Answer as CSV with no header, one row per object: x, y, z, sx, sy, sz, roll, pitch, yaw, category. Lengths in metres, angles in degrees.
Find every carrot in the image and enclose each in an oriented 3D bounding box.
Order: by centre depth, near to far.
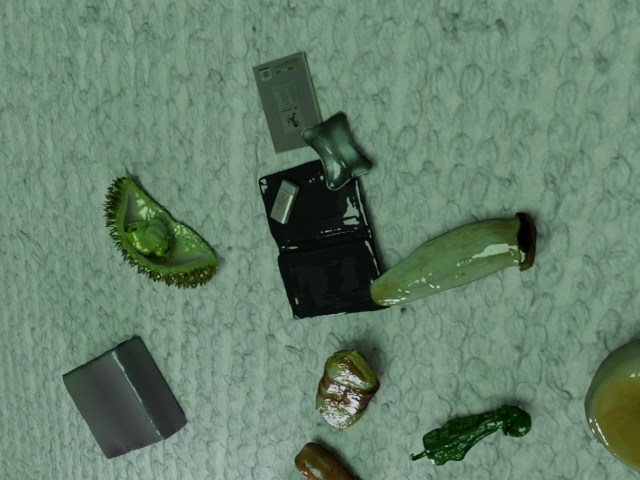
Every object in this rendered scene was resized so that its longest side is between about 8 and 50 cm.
0.028,0.548,1.555,0.193,0.087,0.087,39,124,12,carrot

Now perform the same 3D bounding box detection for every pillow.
0.031,-0.170,1.277,0.091,0.055,0.135,-29,86,29,pillow

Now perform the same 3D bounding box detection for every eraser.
-0.073,-0.079,1.374,0.038,0.019,0.083,31,114,26,eraser

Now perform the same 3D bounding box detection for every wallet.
0.000,0.000,1.381,0.247,0.041,0.323,-11,95,35,wallet

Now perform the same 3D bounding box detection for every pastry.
0.559,0.272,1.079,0.265,0.133,0.264,13,116,28,pastry

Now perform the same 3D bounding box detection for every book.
-0.062,-0.269,1.334,0.127,0.014,0.181,-8,104,34,book

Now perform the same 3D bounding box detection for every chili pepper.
0.290,0.377,1.310,0.257,0.100,0.074,-39,91,34,chili pepper

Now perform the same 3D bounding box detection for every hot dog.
0.060,0.301,1.433,0.123,0.093,0.261,30,137,10,hot dog

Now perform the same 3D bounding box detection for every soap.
-0.548,0.438,1.858,0.296,0.107,0.285,-26,94,36,soap

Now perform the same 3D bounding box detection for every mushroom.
0.233,0.037,1.215,0.333,0.107,0.087,-22,139,37,mushroom

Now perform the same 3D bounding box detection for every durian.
-0.399,-0.007,1.615,0.355,0.157,0.169,45,90,9,durian
